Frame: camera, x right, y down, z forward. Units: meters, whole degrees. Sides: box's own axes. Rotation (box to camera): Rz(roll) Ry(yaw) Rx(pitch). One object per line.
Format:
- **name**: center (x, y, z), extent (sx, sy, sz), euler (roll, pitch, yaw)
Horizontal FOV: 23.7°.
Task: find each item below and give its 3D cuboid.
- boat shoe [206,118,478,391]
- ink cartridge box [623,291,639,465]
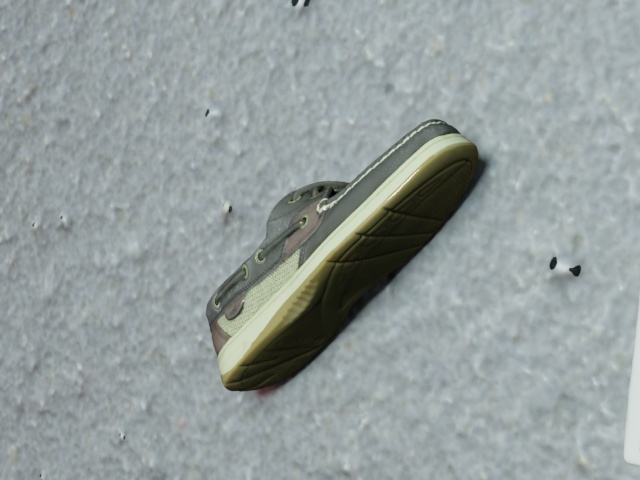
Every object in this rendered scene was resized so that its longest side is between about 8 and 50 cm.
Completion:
- **boat shoe**: center (0.000, 0.000, 0.904), extent (0.223, 0.080, 0.073), euler (-49, 61, 30)
- **ink cartridge box**: center (0.227, 0.000, 0.712), extent (0.134, 0.078, 0.231), euler (6, 88, 40)
